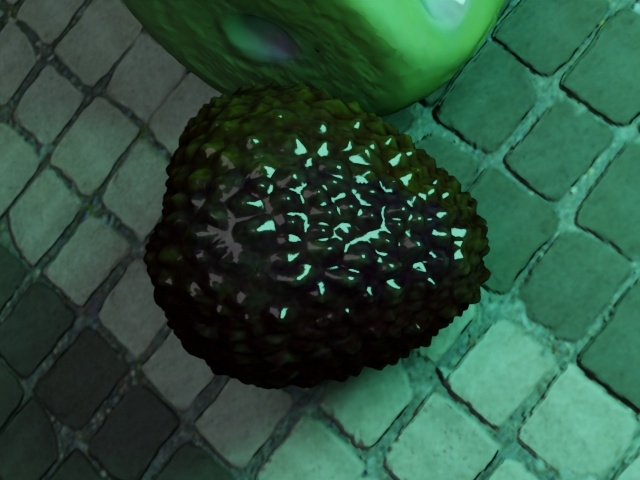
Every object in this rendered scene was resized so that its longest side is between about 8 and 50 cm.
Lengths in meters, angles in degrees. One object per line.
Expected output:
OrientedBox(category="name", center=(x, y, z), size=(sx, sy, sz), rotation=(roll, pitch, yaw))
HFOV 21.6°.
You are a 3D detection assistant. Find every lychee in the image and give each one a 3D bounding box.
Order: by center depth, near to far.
OrientedBox(category="lychee", center=(0.000, 0.000, 1.299), size=(0.271, 0.271, 0.271), rotation=(-12, 65, 27))

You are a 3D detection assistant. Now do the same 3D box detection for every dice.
OrientedBox(category="dice", center=(-0.002, -0.258, 1.362), size=(0.252, 0.254, 0.249), rotation=(-2, 54, 45))
